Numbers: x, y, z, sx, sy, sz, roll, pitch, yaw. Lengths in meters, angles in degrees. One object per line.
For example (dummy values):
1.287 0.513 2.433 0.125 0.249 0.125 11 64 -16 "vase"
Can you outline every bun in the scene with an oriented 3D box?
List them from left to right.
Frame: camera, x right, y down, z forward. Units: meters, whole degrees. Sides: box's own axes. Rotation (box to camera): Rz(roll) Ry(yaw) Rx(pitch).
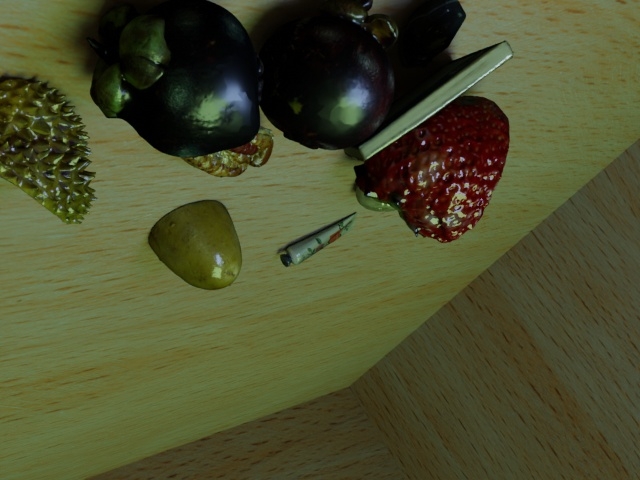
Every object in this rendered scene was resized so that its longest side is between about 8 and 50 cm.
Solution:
0.179 -0.128 2.061 0.183 0.102 0.183 -29 163 -10 "bun"

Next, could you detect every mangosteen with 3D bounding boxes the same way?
-0.193 -0.218 1.155 0.243 0.243 0.243 -28 160 -11 "mangosteen"
0.017 -0.274 1.352 0.265 0.228 0.228 -68 157 -2 "mangosteen"

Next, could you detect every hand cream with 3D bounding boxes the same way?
0.000 0.000 2.191 0.234 0.050 0.080 -30 157 -25 "hand cream"

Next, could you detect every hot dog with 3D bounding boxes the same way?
-0.174 -0.170 1.483 0.131 0.069 0.252 -38 158 18 "hot dog"

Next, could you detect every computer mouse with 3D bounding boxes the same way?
0.194 -0.380 1.550 0.105 0.062 0.192 -27 165 -18 "computer mouse"

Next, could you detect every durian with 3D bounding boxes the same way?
-0.389 -0.108 1.200 0.153 0.186 0.260 -28 174 7 "durian"

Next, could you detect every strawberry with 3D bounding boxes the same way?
0.260 -0.161 1.846 0.310 0.292 0.291 -47 156 26 "strawberry"

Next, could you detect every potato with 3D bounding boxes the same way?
-0.235 0.028 1.745 0.178 0.158 0.203 -28 156 -16 "potato"

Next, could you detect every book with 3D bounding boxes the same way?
0.173 -0.249 1.574 0.300 0.039 0.428 -36 -173 3 "book"
